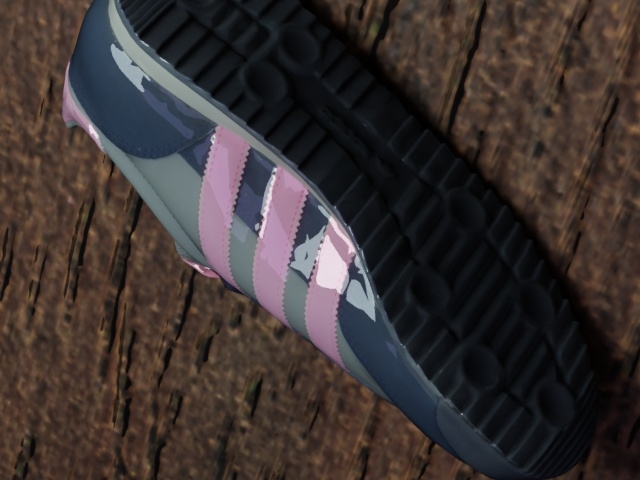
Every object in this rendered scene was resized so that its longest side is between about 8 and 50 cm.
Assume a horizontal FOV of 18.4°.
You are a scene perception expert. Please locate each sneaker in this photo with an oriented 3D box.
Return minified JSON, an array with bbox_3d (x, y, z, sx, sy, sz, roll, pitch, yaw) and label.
[{"bbox_3d":[0.000,0.000,0.965,0.319,0.112,0.131,50,140,3],"label":"sneaker"}]
